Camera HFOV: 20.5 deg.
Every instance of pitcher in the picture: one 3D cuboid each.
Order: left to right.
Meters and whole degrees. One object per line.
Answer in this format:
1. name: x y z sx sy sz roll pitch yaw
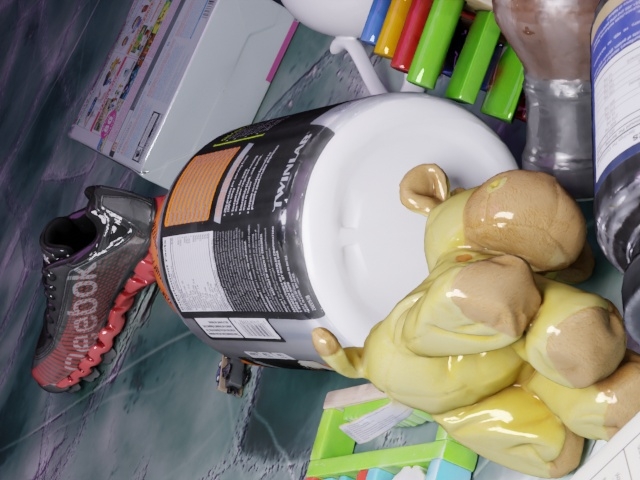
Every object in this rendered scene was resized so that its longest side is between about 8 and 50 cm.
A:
1. pitcher: 0.039 -0.209 1.543 0.207 0.125 0.177 23 104 56

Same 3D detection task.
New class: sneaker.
1. sneaker: -0.253 0.046 1.871 0.276 0.135 0.097 -54 28 28

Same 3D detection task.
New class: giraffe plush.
1. giraffe plush: 0.111 0.032 1.092 0.210 0.181 0.170 -14 41 40

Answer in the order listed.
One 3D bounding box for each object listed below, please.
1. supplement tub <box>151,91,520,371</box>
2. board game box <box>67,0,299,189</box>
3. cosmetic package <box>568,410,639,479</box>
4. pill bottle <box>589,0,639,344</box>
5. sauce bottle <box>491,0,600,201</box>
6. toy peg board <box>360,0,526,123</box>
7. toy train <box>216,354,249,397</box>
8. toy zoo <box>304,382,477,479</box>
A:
1. supplement tub: 0.000 0.000 1.308 0.316 0.194 0.193 -4 64 64
2. board game box: -0.155 -0.174 1.928 0.224 0.097 0.303 -64 25 1
3. cosmetic package: 0.130 0.242 0.901 0.309 0.113 0.160 -51 27 32
4. pill bottle: 0.213 -0.046 0.992 0.123 0.123 0.219 -41 34 44
5. sauce bottle: 0.156 -0.198 1.108 0.111 0.111 0.344 -132 38 -65
6. toy peg board: 0.104 -0.131 1.260 0.161 0.161 0.079 17 87 66
7. toy train: -0.077 0.077 1.603 0.036 0.027 0.158 -47 29 43
8. toy zoo: 0.025 0.236 1.230 0.192 0.030 0.293 -19 50 59
